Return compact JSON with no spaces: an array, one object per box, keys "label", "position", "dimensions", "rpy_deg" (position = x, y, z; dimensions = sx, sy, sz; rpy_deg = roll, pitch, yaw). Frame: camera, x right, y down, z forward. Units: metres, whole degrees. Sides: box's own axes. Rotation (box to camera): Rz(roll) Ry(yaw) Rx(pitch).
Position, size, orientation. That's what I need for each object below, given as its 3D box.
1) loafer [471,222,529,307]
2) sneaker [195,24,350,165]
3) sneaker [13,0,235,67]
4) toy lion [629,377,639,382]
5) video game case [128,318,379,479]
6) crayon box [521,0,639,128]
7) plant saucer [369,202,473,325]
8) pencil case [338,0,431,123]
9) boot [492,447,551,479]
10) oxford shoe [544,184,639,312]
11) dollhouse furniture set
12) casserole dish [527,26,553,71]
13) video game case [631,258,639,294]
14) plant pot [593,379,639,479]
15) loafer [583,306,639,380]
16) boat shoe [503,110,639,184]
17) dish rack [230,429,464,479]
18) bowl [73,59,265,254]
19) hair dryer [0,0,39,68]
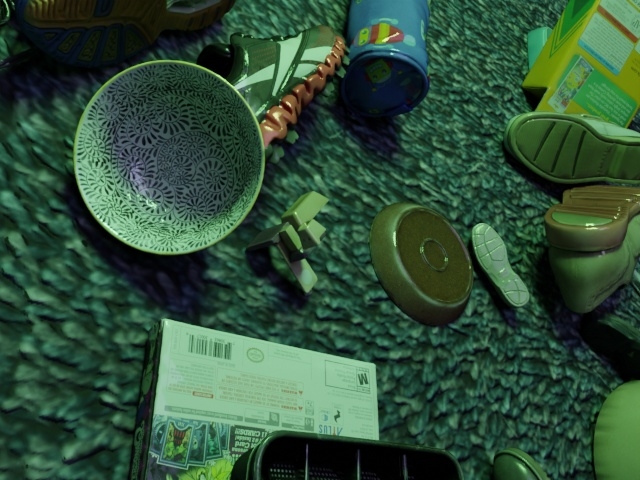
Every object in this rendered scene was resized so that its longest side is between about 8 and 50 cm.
[{"label":"loafer","position":[0.239,0.038,0.873],"dimensions":[0.045,0.039,0.125],"rpy_deg":[-24,77,-10]},{"label":"sneaker","position":[-0.060,-0.187,0.717],"dimensions":[0.135,0.097,0.276],"rpy_deg":[43,49,-14]},{"label":"sneaker","position":[-0.208,-0.273,0.659],"dimensions":[0.131,0.112,0.296],"rpy_deg":[45,38,2]},{"label":"toy lion","position":[0.513,0.243,0.973],"dimensions":[0.096,0.034,0.100],"rpy_deg":[33,50,-10]},{"label":"video game case","position":[-0.048,0.193,0.555],"dimensions":[0.232,0.042,0.210],"rpy_deg":[17,58,-30]},{"label":"crayon box","position":[0.511,-0.326,1.162],"dimensions":[0.203,0.083,0.323],"rpy_deg":[27,95,-24]},{"label":"plant saucer","position":[0.136,0.022,0.802],"dimensions":[0.168,0.029,0.169],"rpy_deg":[17,57,-29]},{"label":"pencil case","position":[0.099,-0.303,0.889],"dimensions":[0.133,0.119,0.306],"rpy_deg":[52,37,-46]},{"label":"boot","position":[0.166,0.328,0.638],"dimensions":[0.208,0.076,0.190],"rpy_deg":[-7,69,-33]},{"label":"oxford shoe","position":[0.447,-0.003,1.016],"dimensions":[0.397,0.140,0.147],"rpy_deg":[-20,111,-48]},{"label":"dollhouse furniture set","position":[0.000,0.000,0.683],"dimensions":[0.081,0.091,0.114],"rpy_deg":[58,42,-18]},{"label":"casserole dish","position":[0.458,-0.349,1.250],"dimensions":[0.114,0.037,0.188],"rpy_deg":[29,51,-23]},{"label":"video game case","position":[0.622,0.055,1.164],"dimensions":[0.183,0.023,0.201],"rpy_deg":[51,48,-3]},{"label":"plant pot","position":[0.534,0.278,0.776],"dimensions":[0.256,0.274,0.257],"rpy_deg":[11,65,-25]},{"label":"loafer","position":[0.473,0.159,0.957],"dimensions":[0.170,0.062,0.061],"rpy_deg":[39,38,-5]},{"label":"boat shoe","position":[0.433,-0.160,1.083],"dimensions":[0.302,0.113,0.103],"rpy_deg":[10,23,-19]},{"label":"dish rack","position":[0.018,0.294,0.481],"dimensions":[0.208,0.074,0.272],"rpy_deg":[16,62,-29]},{"label":"bowl","position":[-0.131,-0.073,0.594],"dimensions":[0.170,0.170,0.080],"rpy_deg":[54,3,0]},{"label":"hair dryer","position":[-0.343,-0.312,0.605],"dimensions":[0.223,0.080,0.294],"rpy_deg":[38,52,-37]}]
